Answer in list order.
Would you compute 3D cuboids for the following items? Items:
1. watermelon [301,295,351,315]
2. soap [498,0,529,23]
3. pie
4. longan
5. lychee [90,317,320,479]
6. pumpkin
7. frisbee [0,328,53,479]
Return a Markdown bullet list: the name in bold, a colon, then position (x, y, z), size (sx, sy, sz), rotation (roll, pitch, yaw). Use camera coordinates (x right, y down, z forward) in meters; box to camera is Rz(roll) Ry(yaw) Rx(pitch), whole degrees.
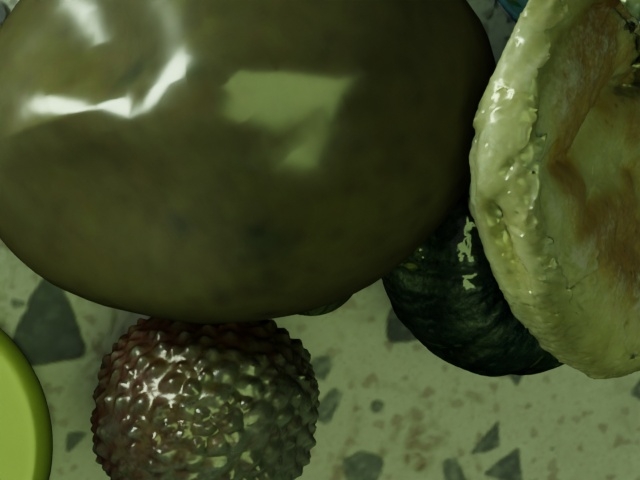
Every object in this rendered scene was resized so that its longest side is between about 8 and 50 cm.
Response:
- **watermelon**: position (0.000, 0.000, 1.402), size (0.078, 0.078, 0.111), rotation (18, 97, -18)
- **soap**: position (0.187, -0.217, 1.394), size (0.156, 0.077, 0.293), rotation (-43, 111, -2)
- **pie**: position (0.190, -0.059, 1.262), size (0.337, 0.075, 0.338), rotation (-13, 105, -57)
- **longan**: position (-0.059, -0.081, 1.248), size (0.350, 0.288, 0.288), rotation (-13, 110, 24)
- **lychee**: position (-0.086, 0.126, 1.368), size (0.197, 0.165, 0.165), rotation (-29, 113, 30)
- **pumpkin**: position (0.138, -0.006, 1.386), size (0.211, 0.152, 0.212), rotation (-11, 107, -43)
- **frisbee**: position (-0.303, 0.147, 1.368), size (0.236, 0.017, 0.236), rotation (-1, 93, -12)
